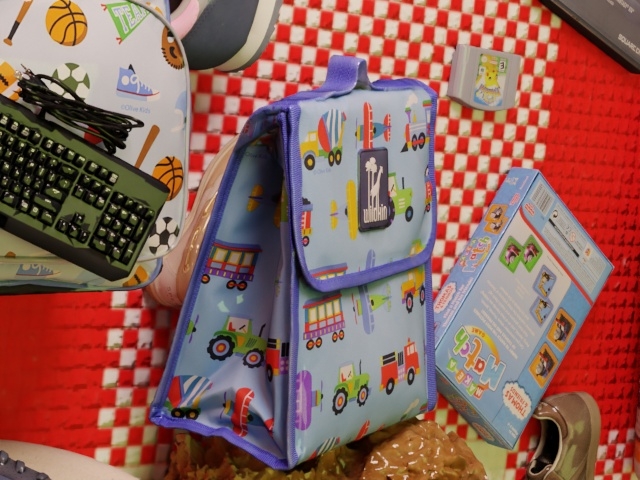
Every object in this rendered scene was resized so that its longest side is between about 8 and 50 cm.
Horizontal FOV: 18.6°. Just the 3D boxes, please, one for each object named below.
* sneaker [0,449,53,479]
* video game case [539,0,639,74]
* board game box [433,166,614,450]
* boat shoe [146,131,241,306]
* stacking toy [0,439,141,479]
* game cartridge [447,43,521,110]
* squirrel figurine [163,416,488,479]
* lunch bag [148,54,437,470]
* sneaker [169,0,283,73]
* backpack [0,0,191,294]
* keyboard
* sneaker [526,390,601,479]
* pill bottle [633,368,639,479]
[{"bbox_3d":[-0.215,0.116,1.210,0.226,0.086,0.163,5,68,-4],"label":"sneaker"},{"bbox_3d":[0.296,-0.322,1.858,0.196,0.026,0.274,29,79,-44],"label":"video game case"},{"bbox_3d":[0.178,0.063,1.808,0.160,0.039,0.211,47,65,-39],"label":"board game box"},{"bbox_3d":[-0.069,-0.016,1.536,0.063,0.059,0.170,46,66,-39],"label":"boat shoe"},{"bbox_3d":[-0.244,0.407,1.338,0.351,0.350,0.480,-22,130,-40],"label":"stacking toy"},{"bbox_3d":[0.148,-0.144,1.755,0.083,0.017,0.056,4,99,-44],"label":"game cartridge"},{"bbox_3d":[0.001,0.333,1.554,0.370,0.281,0.397,-24,72,-12],"label":"squirrel figurine"},{"bbox_3d":[0.000,0.000,1.503,0.221,0.138,0.293,-14,116,-56],"label":"lunch bag"},{"bbox_3d":[-0.086,-0.284,1.431,0.131,0.112,0.319,-1,97,-47],"label":"sneaker"},{"bbox_3d":[-0.211,-0.094,1.292,0.276,0.213,0.263,1,87,-41],"label":"backpack"},{"bbox_3d":[-0.172,-0.054,1.177,0.192,0.038,0.100,28,79,-31],"label":"keyboard"},{"bbox_3d":[0.227,0.240,1.888,0.071,0.066,0.188,-4,96,-27],"label":"sneaker"},{"bbox_3d":[0.432,0.056,1.923,0.224,0.224,0.392,-7,104,-43],"label":"pill bottle"}]
